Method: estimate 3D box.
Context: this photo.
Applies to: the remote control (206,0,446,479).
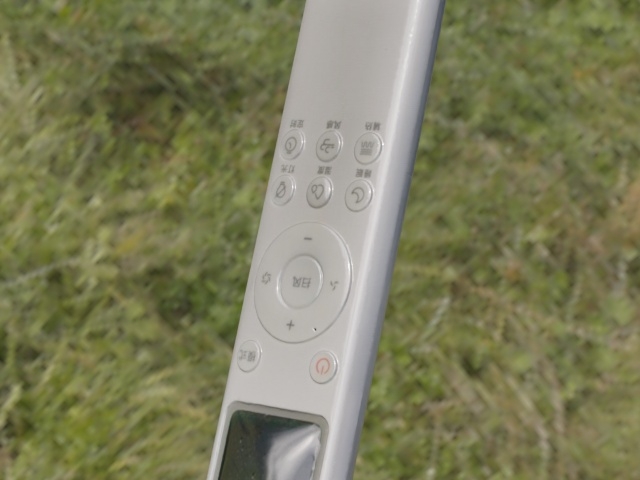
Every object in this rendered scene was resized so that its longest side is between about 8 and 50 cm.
[{"bbox_3d":[0.000,0.000,0.730,0.029,0.067,0.261,20,79,-49],"label":"remote control"}]
